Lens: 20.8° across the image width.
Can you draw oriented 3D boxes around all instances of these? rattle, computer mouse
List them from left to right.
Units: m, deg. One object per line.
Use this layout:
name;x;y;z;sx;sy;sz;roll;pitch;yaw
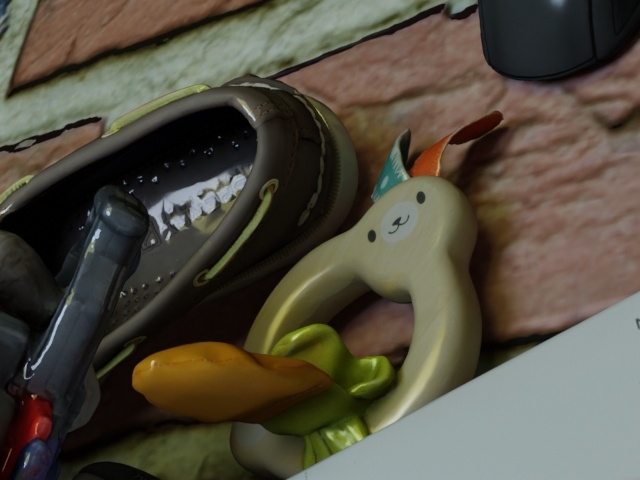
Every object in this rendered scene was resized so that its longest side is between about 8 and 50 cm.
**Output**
rattle;0.000;0.000;0.755;0.130;0.143;0.199;-5;59;61
computer mouse;0.111;-0.200;0.877;0.184;0.060;0.262;9;64;44

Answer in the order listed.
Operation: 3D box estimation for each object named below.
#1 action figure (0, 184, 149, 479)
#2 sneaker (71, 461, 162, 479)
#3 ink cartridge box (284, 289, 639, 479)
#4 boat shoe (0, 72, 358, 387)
action figure;-0.225;0.107;0.719;0.330;0.179;0.341;11;78;60
sneaker;-0.110;0.239;0.696;0.129;0.111;0.297;-34;34;37
ink cartridge box;0.109;0.171;0.569;0.324;0.071;0.330;-30;41;18
boat shoe;-0.134;0.027;0.853;0.324;0.097;0.116;-32;74;15
